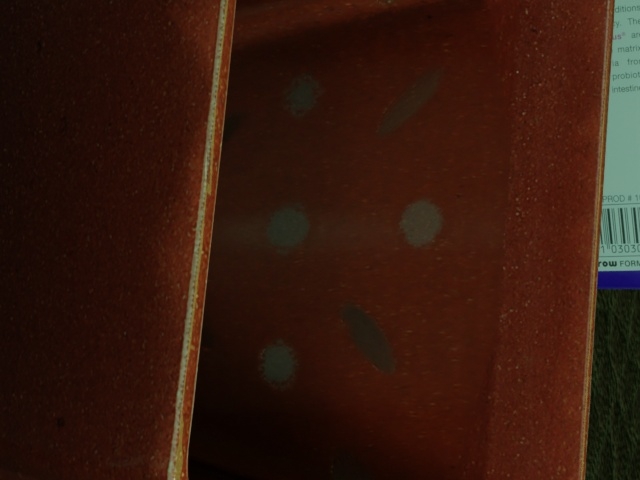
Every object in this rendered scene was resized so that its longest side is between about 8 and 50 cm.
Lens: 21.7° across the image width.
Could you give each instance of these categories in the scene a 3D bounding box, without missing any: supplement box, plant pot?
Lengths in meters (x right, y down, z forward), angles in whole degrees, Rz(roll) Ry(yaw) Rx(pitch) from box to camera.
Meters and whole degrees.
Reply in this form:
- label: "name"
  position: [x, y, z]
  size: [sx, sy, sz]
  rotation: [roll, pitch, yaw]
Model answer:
- label: "supplement box"
  position: [0.161, -0.091, 0.961]
  size: [0.114, 0.111, 0.220]
  rotation: [-26, 112, -57]
- label: "plant pot"
  position: [-0.054, -0.023, 0.642]
  size: [0.267, 0.235, 0.267]
  rotation: [20, 72, -55]
